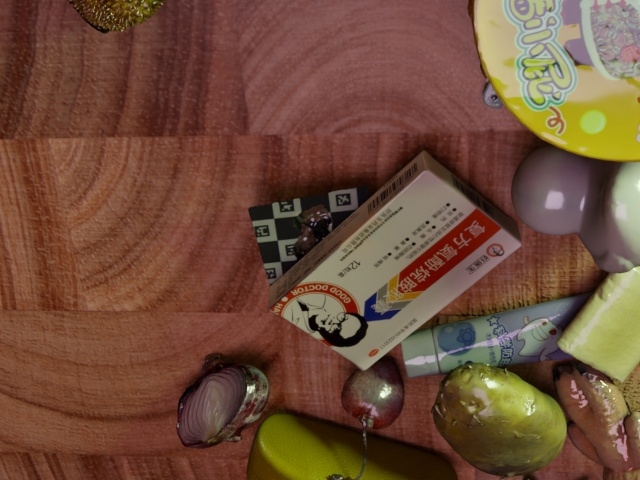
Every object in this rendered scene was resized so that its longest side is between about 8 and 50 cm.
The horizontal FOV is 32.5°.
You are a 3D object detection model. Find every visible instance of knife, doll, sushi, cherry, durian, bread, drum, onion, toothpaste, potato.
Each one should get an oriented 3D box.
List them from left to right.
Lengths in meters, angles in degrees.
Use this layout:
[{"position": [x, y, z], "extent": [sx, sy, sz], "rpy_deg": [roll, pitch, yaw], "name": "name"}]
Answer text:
[{"position": [-0.285, -0.371, 1.527], "extent": [0.158, 0.137, 0.168], "rpy_deg": [27, 115, 18], "name": "durian"}, {"position": [-0.160, 0.281, 1.919], "extent": [0.098, 0.151, 0.206], "rpy_deg": [18, 142, -41], "name": "onion"}, {"position": [0.000, 0.000, 1.746], "extent": [0.192, 0.050, 0.215], "rpy_deg": [-10, 128, 4], "name": "sushi"}, {"position": [0.068, 0.301, 1.846], "extent": [0.107, 0.090, 0.225], "rpy_deg": [32, 78, -11], "name": "cherry"}, {"position": [0.287, 0.294, 1.785], "extent": [0.192, 0.141, 0.296], "rpy_deg": [-18, 137, 26], "name": "potato"}, {"position": [0.265, -0.263, 1.557], "extent": [0.044, 0.023, 0.162], "rpy_deg": [14, 122, -5], "name": "knife"}, {"position": [0.318, 0.155, 1.782], "extent": [0.371, 0.080, 0.125], "rpy_deg": [-11, 115, 6], "name": "toothpaste"}, {"position": [0.380, -0.066, 1.543], "extent": [0.221, 0.251, 0.221], "rpy_deg": [-1, 97, -5], "name": "doll"}, {"position": [0.470, 0.121, 1.711], "extent": [0.140, 0.060, 0.178], "rpy_deg": [29, 109, -17], "name": "bread"}, {"position": [0.511, 0.311, 1.816], "extent": [0.303, 0.156, 0.201], "rpy_deg": [60, 155, -4], "name": "doll"}, {"position": [0.389, -0.324, 1.374], "extent": [0.431, 0.214, 0.431], "rpy_deg": [3, 120, 5], "name": "drum"}]

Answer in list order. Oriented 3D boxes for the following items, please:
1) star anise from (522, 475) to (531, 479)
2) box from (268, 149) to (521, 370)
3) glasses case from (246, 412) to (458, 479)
[{"position": [0.409, 0.544, 1.980], "extent": [0.288, 0.088, 0.288], "rpy_deg": [1, 106, 5], "name": "star anise"}, {"position": [0.111, 0.041, 1.713], "extent": [0.214, 0.069, 0.353], "rpy_deg": [35, 120, -26], "name": "box"}, {"position": [0.050, 0.438, 1.928], "extent": [0.371, 0.173, 0.141], "rpy_deg": [15, 123, 0], "name": "glasses case"}]
